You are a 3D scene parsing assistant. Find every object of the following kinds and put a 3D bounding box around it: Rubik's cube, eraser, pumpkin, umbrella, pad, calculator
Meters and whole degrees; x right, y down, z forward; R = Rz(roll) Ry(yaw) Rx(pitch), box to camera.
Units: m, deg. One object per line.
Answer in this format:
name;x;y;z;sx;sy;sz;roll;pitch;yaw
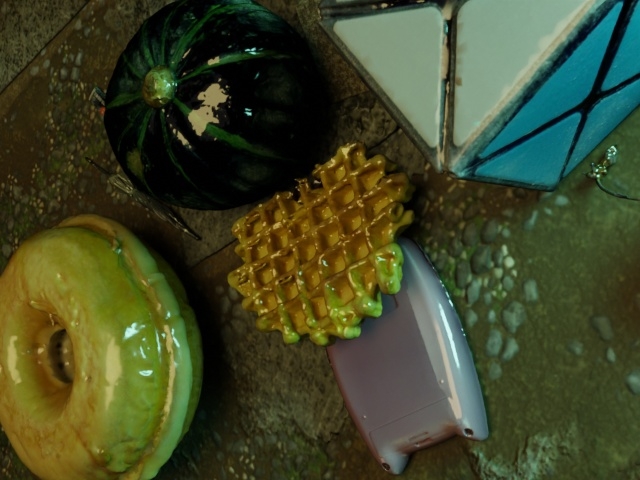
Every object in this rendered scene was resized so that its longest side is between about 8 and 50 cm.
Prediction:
Rubik's cube;0.198;-0.221;0.884;0.260;0.259;0.255;-49;61;30
eraser;-0.363;-0.226;1.449;0.099;0.019;0.027;44;113;29
pumpkin;-0.155;-0.183;1.158;0.315;0.238;0.315;-5;82;34
umbrella;-0.282;-0.068;1.382;0.269;0.044;0.044;34;83;23
pad;0.035;-0.309;1.108;0.158;0.003;0.235;-13;102;36
calculator;0.089;0.134;1.083;0.194;0.043;0.294;-32;68;33

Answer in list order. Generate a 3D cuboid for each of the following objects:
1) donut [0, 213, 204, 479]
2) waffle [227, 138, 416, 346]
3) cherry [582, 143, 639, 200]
donut;-0.357;0.181;1.322;0.448;0.198;0.449;-2;86;37
waffle;0.001;0.001;1.121;0.309;0.065;0.283;24;94;42
cherry;0.365;-0.042;0.858;0.225;0.090;0.107;49;128;37
